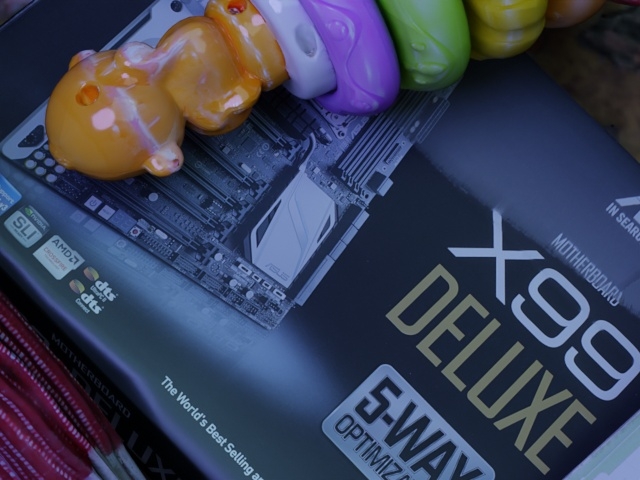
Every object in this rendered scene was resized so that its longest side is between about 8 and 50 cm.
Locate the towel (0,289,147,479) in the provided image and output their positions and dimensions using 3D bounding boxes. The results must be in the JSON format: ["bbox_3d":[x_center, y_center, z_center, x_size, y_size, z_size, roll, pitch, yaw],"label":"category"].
[{"bbox_3d":[-0.232,0.029,0.570,0.329,0.237,0.037,53,26,-20],"label":"towel"}]

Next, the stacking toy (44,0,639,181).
[{"bbox_3d":[0.022,-0.112,0.692,0.302,0.166,0.175,-35,65,-11],"label":"stacking toy"}]

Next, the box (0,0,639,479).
[{"bbox_3d":[0.000,0.000,0.756,0.307,0.076,0.242,46,67,6],"label":"box"}]

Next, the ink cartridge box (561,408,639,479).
[{"bbox_3d":[0.172,0.081,0.714,0.235,0.171,0.056,-38,67,-21],"label":"ink cartridge box"}]
